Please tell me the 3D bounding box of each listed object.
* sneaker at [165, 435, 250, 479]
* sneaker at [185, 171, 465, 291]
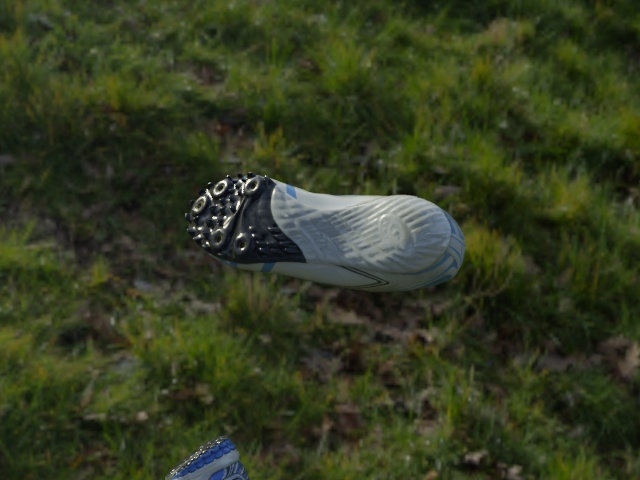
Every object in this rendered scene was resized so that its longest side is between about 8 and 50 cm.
[{"bbox_3d":[-0.099,0.189,0.694,0.135,0.058,0.052,-37,1,-13],"label":"sneaker"},{"bbox_3d":[0.000,0.000,0.853,0.237,0.086,0.085,8,68,24],"label":"sneaker"}]
